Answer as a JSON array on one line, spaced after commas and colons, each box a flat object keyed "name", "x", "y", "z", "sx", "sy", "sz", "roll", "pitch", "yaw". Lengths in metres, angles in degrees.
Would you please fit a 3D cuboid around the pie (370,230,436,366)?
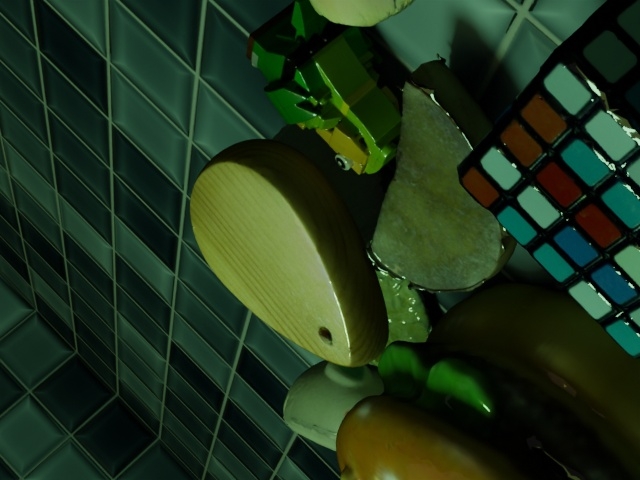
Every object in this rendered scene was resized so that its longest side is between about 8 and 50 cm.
[{"name": "pie", "x": 0.029, "y": 0.058, "z": 1.409, "sx": 0.306, "sy": 0.071, "sz": 0.306, "roll": 39, "pitch": 157, "yaw": 20}]

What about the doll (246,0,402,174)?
[{"name": "doll", "x": 0.013, "y": -0.147, "z": 1.064, "sx": 0.186, "sy": 0.106, "sz": 0.134, "roll": 56, "pitch": 157, "yaw": -17}]

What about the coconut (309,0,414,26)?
[{"name": "coconut", "x": 0.025, "y": -0.243, "z": 0.887, "sx": 0.116, "sy": 0.116, "sz": 0.122, "roll": 28, "pitch": 155, "yaw": 39}]

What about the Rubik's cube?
[{"name": "Rubik's cube", "x": 0.228, "y": -0.065, "z": 0.719, "sx": 0.187, "sy": 0.184, "sz": 0.182, "roll": 48, "pitch": 157, "yaw": 5}]

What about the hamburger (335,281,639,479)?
[{"name": "hamburger", "x": 0.204, "y": 0.253, "z": 1.143, "sx": 0.395, "sy": 0.277, "sz": 0.396, "roll": 38, "pitch": 156, "yaw": 20}]

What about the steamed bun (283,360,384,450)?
[{"name": "steamed bun", "x": 0.048, "y": 0.230, "z": 1.551, "sx": 0.177, "sy": 0.131, "sz": 0.228, "roll": 25, "pitch": 170, "yaw": -13}]

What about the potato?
[{"name": "potato", "x": 0.132, "y": -0.051, "z": 1.023, "sx": 0.138, "sy": 0.098, "sz": 0.243, "roll": 33, "pitch": 144, "yaw": 19}]

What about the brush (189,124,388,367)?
[{"name": "brush", "x": 0.000, "y": 0.000, "z": 1.177, "sx": 0.267, "sy": 0.166, "sz": 0.174, "roll": 54, "pitch": 136, "yaw": 7}]
